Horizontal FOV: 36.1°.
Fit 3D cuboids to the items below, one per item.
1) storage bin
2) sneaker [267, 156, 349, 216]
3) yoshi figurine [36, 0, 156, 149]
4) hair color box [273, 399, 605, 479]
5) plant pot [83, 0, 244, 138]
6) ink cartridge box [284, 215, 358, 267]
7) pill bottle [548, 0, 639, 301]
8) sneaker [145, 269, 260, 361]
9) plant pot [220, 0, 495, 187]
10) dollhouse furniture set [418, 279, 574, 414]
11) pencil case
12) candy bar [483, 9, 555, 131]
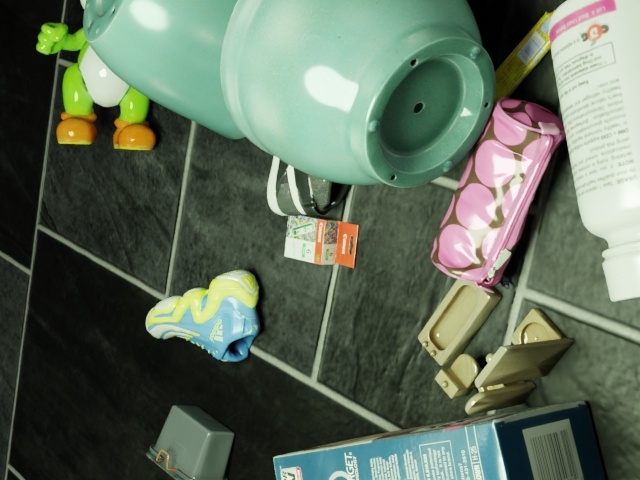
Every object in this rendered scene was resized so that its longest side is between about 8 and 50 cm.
[{"bbox_3d":[-0.201,0.317,1.527,0.135,0.098,0.091,23,97,44],"label":"storage bin"},{"bbox_3d":[-0.002,-0.139,1.324,0.121,0.079,0.216,5,94,35],"label":"sneaker"},{"bbox_3d":[-0.335,-0.331,1.595,0.203,0.204,0.362,8,94,30],"label":"yoshi figurine"},{"bbox_3d":[0.123,0.265,1.118,0.347,0.174,0.105,-22,74,44],"label":"hair color box"},{"bbox_3d":[-0.175,-0.310,1.319,0.293,0.235,0.292,-30,52,47],"label":"plant pot"},{"bbox_3d":[0.000,0.000,1.347,0.115,0.029,0.062,12,99,46],"label":"ink cartridge box"},{"bbox_3d":[0.315,-0.091,0.918,0.160,0.160,0.282,-15,79,46],"label":"pill bottle"},{"bbox_3d":[-0.179,0.137,1.495,0.240,0.091,0.126,-30,70,42],"label":"sneaker"},{"bbox_3d":[0.065,-0.176,1.074,0.196,0.293,0.293,44,121,41],"label":"plant pot"},{"bbox_3d":[0.163,0.116,1.109,0.151,0.123,0.144,51,125,33],"label":"dollhouse furniture set"},{"bbox_3d":[0.202,-0.050,1.092,0.098,0.095,0.209,-112,37,-65],"label":"pencil case"},{"bbox_3d":[0.221,-0.192,1.118,0.161,0.018,0.040,-51,60,34],"label":"candy bar"}]
